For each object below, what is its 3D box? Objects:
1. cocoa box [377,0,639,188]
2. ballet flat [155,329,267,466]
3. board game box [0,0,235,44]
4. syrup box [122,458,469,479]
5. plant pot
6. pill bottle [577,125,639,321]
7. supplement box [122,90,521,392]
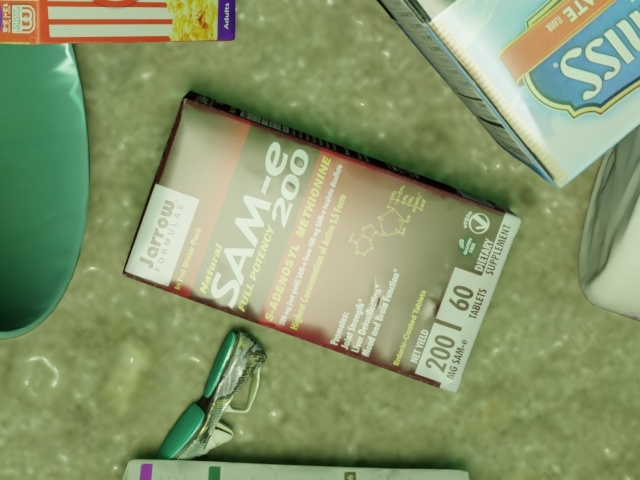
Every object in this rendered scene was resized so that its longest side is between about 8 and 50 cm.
[{"bbox_3d":[0.194,-0.232,1.210,0.347,0.231,0.228,-39,98,3],"label":"cocoa box"},{"bbox_3d":[-0.071,0.118,1.343,0.041,0.041,0.114,30,96,-6],"label":"ballet flat"},{"bbox_3d":[-0.129,-0.198,1.230,0.045,0.193,0.146,5,99,35],"label":"board game box"},{"bbox_3d":[-0.018,0.214,1.315,0.237,0.096,0.093,3,121,-2],"label":"syrup box"},{"bbox_3d":[-0.312,-0.069,1.193,0.235,0.293,0.293,-9,98,19],"label":"plant pot"},{"bbox_3d":[0.337,0.007,1.280,0.302,0.169,0.169,18,96,-5],"label":"pill bottle"},{"bbox_3d":[0.000,0.000,1.313,0.239,0.073,0.130,19,97,-4],"label":"supplement box"}]
